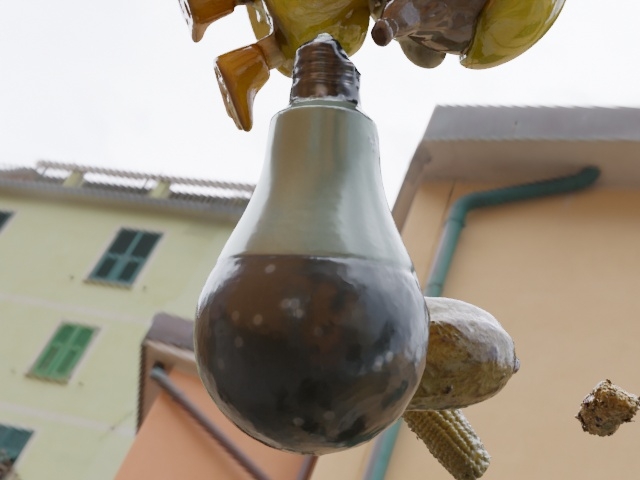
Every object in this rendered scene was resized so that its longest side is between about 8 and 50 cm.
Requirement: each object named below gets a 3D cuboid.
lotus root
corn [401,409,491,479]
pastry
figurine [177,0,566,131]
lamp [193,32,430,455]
[{"bbox_3d":[0.077,0.112,1.004,0.258,0.110,0.097,-1,-23,-13],"label":"lotus root"},{"bbox_3d":[0.145,0.236,1.535,0.288,0.086,0.086,51,-44,9],"label":"corn"},{"bbox_3d":[0.436,0.257,1.574,0.080,0.056,0.140,20,-29,0],"label":"pastry"},{"bbox_3d":[0.055,-0.226,0.911,0.344,0.187,0.215,-25,-87,-6],"label":"figurine"},{"bbox_3d":[0.003,0.012,0.811,0.182,0.314,0.182,7,-26,3],"label":"lamp"}]
